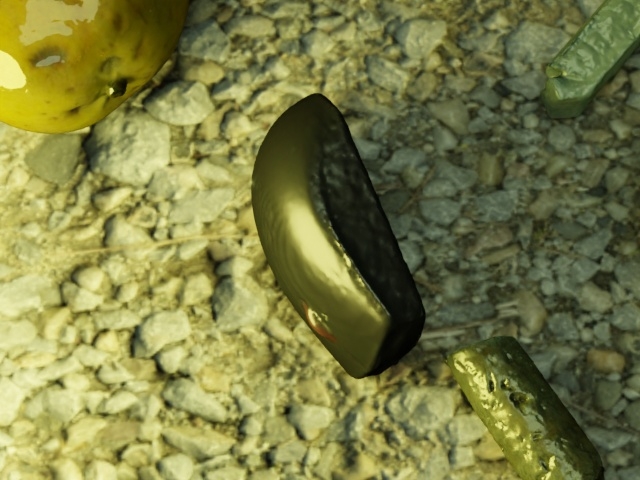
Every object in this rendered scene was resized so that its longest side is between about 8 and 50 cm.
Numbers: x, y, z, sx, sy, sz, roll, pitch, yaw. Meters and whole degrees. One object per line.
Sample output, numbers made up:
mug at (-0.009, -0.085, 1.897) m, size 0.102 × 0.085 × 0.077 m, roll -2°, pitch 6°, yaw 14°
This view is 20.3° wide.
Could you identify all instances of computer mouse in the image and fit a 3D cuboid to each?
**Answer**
computer mouse at (0.000, 0.000, 1.660) m, size 0.100 × 0.170 × 0.269 m, roll -20°, pitch 75°, yaw -14°

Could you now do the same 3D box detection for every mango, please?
mango at (-0.248, -0.277, 1.753) m, size 0.253 × 0.182 × 0.365 m, roll 5°, pitch 63°, yaw 6°

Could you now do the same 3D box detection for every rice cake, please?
rice cake at (0.334, -0.253, 1.781) m, size 0.063 × 0.066 × 0.336 m, roll 41°, pitch 80°, yaw 12°

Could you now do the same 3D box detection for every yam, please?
yam at (0.193, 0.167, 1.659) m, size 0.078 × 0.078 × 0.179 m, roll -32°, pitch 73°, yaw -8°
